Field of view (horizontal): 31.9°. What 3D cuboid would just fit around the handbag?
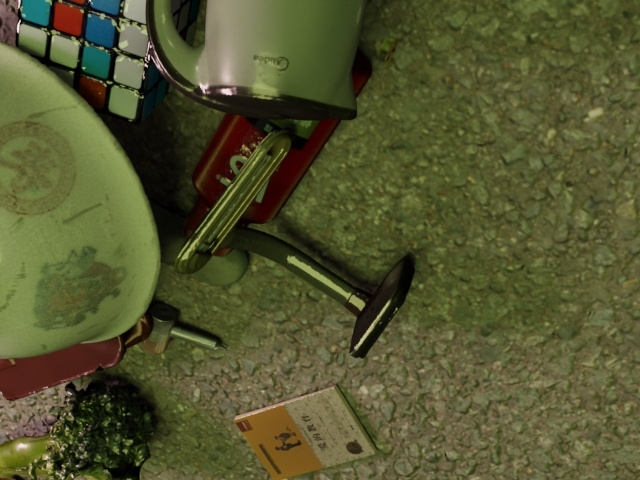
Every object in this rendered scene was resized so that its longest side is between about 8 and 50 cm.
[{"bbox_3d":[-0.386,0.075,1.500,0.276,0.084,0.260,-21,105,32],"label":"handbag"}]

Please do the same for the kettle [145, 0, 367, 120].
[{"bbox_3d":[-0.060,-0.240,1.106,0.221,0.161,0.236,8,92,-1],"label":"kettle"}]

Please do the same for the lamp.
[{"bbox_3d":[-0.002,-0.004,1.293,0.283,0.124,0.203,29,113,-19],"label":"lamp"}]

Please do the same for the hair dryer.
[{"bbox_3d":[-0.180,0.132,1.509,0.114,0.037,0.063,18,123,-1],"label":"hair dryer"}]

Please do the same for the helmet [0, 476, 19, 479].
[{"bbox_3d":[-0.598,0.545,1.775,0.338,0.230,0.384,14,121,9],"label":"helmet"}]

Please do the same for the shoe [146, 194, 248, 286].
[{"bbox_3d":[-0.190,0.007,1.411,0.195,0.078,0.079,32,124,3],"label":"shoe"}]

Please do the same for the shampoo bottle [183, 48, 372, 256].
[{"bbox_3d":[-0.065,-0.110,1.298,0.118,0.076,0.314,26,125,-15],"label":"shampoo bottle"}]

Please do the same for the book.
[{"bbox_3d":[-0.022,0.268,1.548,0.172,0.012,0.118,-22,110,28],"label":"book"}]

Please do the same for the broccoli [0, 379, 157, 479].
[{"bbox_3d":[-0.380,0.297,1.626,0.304,0.145,0.165,-22,149,38],"label":"broccoli"}]

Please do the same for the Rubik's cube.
[{"bbox_3d":[-0.229,-0.244,1.231,0.155,0.151,0.154,20,125,7],"label":"Rubik's cube"}]

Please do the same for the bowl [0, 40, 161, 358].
[{"bbox_3d":[-0.414,-0.005,1.261,0.435,0.196,0.434,17,130,21],"label":"bowl"}]
